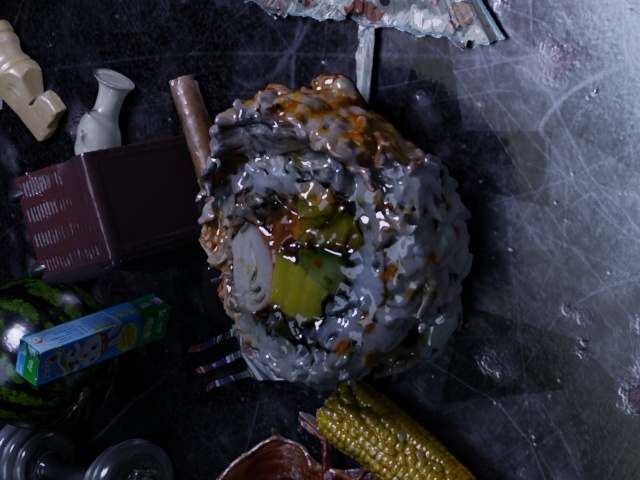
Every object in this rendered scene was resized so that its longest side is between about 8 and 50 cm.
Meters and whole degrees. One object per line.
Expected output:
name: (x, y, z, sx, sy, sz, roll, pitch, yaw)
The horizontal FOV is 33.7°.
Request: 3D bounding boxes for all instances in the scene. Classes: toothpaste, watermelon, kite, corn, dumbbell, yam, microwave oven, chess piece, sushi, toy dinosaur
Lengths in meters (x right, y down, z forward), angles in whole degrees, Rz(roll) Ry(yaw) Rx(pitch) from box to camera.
toothpaste: (-0.347, 0.149, 1.634, 0.050, 0.266, 0.065, 28, 118, 30)
watermelon: (-0.459, 0.189, 1.748, 0.269, 0.269, 0.269, 12, 109, 37)
kite: (0.061, -0.314, 1.343, 0.406, 0.014, 0.368, 17, 113, 34)
corn: (0.126, 0.300, 1.407, 0.313, 0.102, 0.102, 37, 123, 21)
dumbbell: (-0.419, 0.408, 1.825, 0.406, 0.179, 0.179, 3, 104, 38)
kite: (-0.114, 0.169, 1.617, 0.245, 0.015, 0.141, -25, 83, 40)
yam: (-0.167, -0.117, 1.560, 0.046, 0.046, 0.264, -17, 90, 41)
microwave oven: (-0.294, -0.040, 1.558, 0.178, 0.247, 0.188, -11, 96, 38)
chess piece: (-0.508, -0.268, 1.785, 0.090, 0.090, 0.200, -37, 89, 39)
sushi: (0.002, 0.004, 1.369, 0.417, 0.176, 0.417, 13, 111, 36)
toy dinosaur: (0.005, 0.371, 1.513, 0.327, 0.113, 0.206, 33, 121, 26)

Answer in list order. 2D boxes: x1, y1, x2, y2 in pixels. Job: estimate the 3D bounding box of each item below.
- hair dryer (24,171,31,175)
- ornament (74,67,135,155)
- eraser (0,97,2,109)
hair dryer: (-0.476, -0.022, 1.843, 0.195, 0.075, 0.219, -49, 60, 46)
ornament: (-0.346, -0.186, 1.668, 0.075, 0.081, 0.156, 33, 116, 23)
eraser: (-0.654, -0.301, 1.906, 0.212, 0.046, 0.092, 24, 117, 32)
